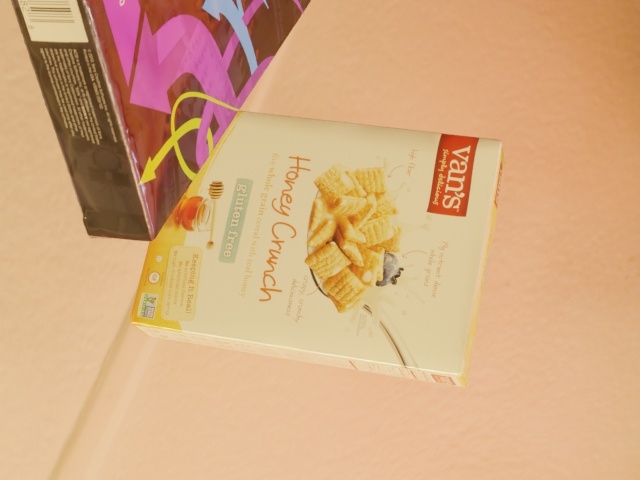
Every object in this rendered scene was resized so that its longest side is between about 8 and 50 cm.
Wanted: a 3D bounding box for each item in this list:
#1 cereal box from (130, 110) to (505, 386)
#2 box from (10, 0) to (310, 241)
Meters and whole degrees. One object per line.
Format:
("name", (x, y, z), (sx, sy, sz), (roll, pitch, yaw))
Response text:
("cereal box", (0.000, 0.000, 0.864), (0.240, 0.047, 0.173), (7, -107, 15))
("box", (-0.047, -0.094, 0.410), (0.029, 0.116, 0.162), (4, -139, 18))
